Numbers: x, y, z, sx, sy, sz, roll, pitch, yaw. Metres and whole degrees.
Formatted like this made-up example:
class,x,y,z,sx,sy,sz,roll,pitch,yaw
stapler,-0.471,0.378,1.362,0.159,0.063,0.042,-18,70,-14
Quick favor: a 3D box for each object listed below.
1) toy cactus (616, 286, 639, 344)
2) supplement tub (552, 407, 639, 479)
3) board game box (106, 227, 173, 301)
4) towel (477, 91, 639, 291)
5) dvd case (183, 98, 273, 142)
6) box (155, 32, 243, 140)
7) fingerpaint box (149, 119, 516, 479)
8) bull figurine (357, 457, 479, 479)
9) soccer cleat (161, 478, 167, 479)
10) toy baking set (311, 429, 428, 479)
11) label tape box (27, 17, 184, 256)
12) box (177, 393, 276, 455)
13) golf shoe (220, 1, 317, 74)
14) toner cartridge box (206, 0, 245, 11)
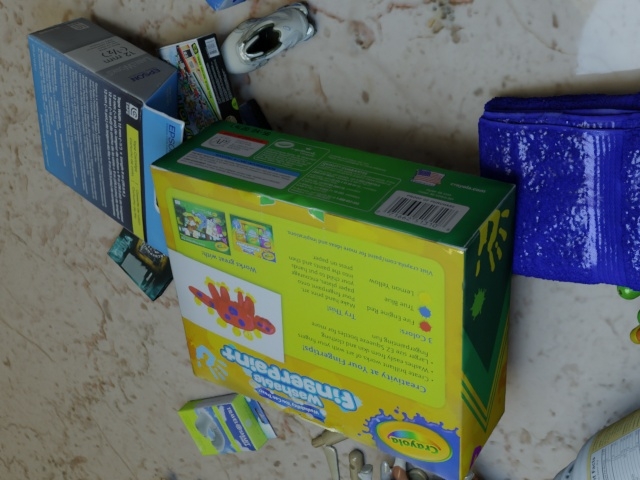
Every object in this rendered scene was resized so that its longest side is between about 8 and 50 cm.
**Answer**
class,x,y,z,sx,sy,sz,roll,pitch,yaw
toy cactus,0.436,0.038,1.023,0.180,0.112,0.219,-15,98,28
supplement tub,0.462,0.304,1.053,0.241,0.241,0.331,45,131,4
board game box,-0.297,0.011,1.537,0.126,0.026,0.186,46,131,4
towel,0.312,-0.056,0.991,0.308,0.076,0.227,7,102,45
dvd case,-0.149,-0.097,1.380,0.253,0.022,0.180,-21,103,39
box,-0.167,-0.193,1.282,0.114,0.036,0.207,2,115,49
fingerpaint box,0.020,0.069,1.160,0.445,0.163,0.371,15,128,29
bull figurine,0.208,0.421,1.374,0.310,0.101,0.188,-10,110,32
soccer cleat,-0.220,0.589,1.754,0.331,0.116,0.143,15,123,27
toy baking set,0.073,0.398,1.506,0.256,0.030,0.197,-29,98,41
label tape box,-0.292,-0.157,1.332,0.348,0.115,0.249,31,134,28
box,-0.178,0.346,1.638,0.178,0.042,0.109,-17,105,40
golf shoe,-0.093,-0.272,1.201,0.176,0.086,0.069,-21,105,41
toner cartridge box,-0.074,-0.464,1.085,0.165,0.075,0.348,51,132,0
